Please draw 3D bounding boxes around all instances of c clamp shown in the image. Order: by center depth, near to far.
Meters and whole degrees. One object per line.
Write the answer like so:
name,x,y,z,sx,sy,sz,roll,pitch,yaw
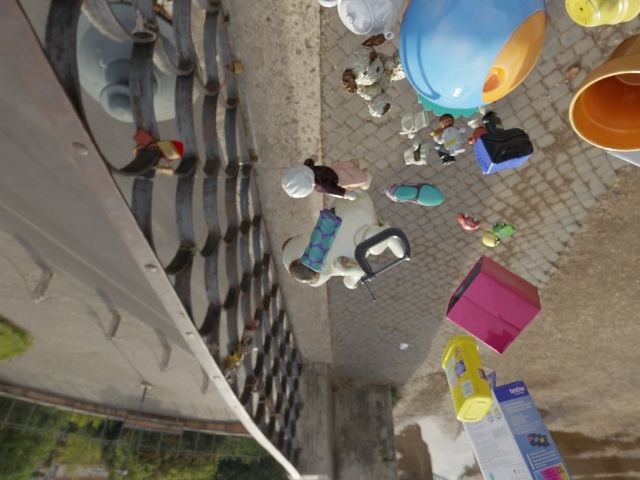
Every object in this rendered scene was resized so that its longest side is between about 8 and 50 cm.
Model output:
c clamp,0.156,0.048,1.030,0.160,0.137,0.022,-34,164,-3

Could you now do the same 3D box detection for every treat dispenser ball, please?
treat dispenser ball,0.307,-0.422,0.872,0.288,0.288,0.288,1,143,0

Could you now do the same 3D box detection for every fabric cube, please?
fabric cube,0.707,0.255,1.739,0.258,0.254,0.259,34,114,11

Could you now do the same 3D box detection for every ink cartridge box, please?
ink cartridge box,0.653,0.678,1.492,0.151,0.396,0.270,-6,148,-20

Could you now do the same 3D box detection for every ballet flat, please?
ballet flat,0.303,-0.160,1.376,0.221,0.079,0.077,0,115,-29

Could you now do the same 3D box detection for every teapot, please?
teapot,0.147,-0.820,1.464,0.253,0.187,0.256,52,160,-27

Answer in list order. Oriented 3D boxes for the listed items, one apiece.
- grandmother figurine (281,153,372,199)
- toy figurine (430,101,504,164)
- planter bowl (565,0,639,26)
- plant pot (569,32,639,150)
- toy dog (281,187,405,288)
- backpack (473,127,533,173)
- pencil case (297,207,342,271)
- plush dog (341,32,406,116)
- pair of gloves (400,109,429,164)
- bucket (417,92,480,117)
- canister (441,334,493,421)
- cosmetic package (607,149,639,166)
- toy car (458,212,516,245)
grandmother figurine,0.023,-0.183,1.263,0.342,0.207,0.104,-15,131,-48
toy figurine,0.483,-0.361,1.398,0.209,0.148,0.213,-17,174,8
planter bowl,0.728,-0.646,1.123,0.090,0.217,0.217,-39,132,9
plant pot,0.669,-0.330,0.894,0.205,0.188,0.205,28,157,13
toy dog,0.054,0.017,1.573,0.407,0.285,0.395,-34,135,3
backpack,0.459,-0.226,1.060,0.120,0.098,0.101,-16,164,-1
pencil case,0.000,0.000,1.063,0.064,0.070,0.152,16,107,-26
plush dog,0.178,-0.619,1.532,0.225,0.210,0.263,22,99,-53
pair of gloves,0.421,-0.461,1.903,0.042,0.204,0.240,-13,104,-18
bucket,0.521,-0.616,1.599,0.281,0.183,0.281,15,168,3
canister,0.364,0.345,1.053,0.073,0.170,0.126,5,129,-2
cosmetic package,0.979,-0.309,1.210,0.151,0.151,0.184,-1,123,-21
toy car,0.708,-0.037,1.750,0.239,0.053,0.225,33,170,-18
